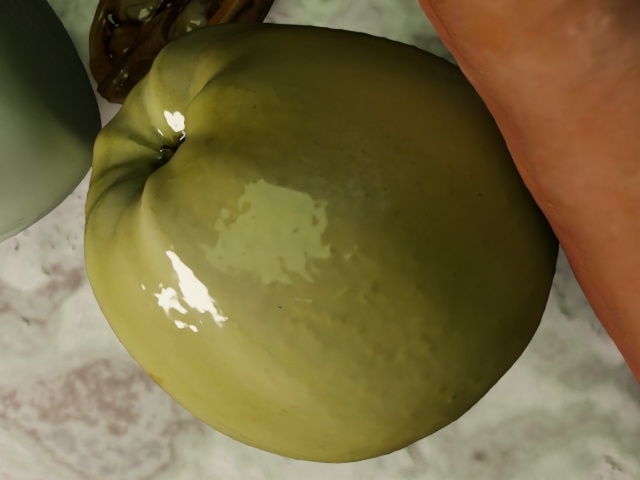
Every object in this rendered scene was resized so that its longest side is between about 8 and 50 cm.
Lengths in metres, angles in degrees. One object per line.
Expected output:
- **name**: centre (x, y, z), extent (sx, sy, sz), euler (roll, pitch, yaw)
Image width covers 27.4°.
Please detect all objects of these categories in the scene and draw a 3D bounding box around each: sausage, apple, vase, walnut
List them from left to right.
- **vase**: centre (-0.228, -0.030, 0.600), extent (0.248, 0.128, 0.128), euler (-25, 89, 11)
- **walnut**: centre (-0.057, -0.109, 0.621), extent (0.091, 0.052, 0.121), euler (29, 87, 42)
- **apple**: centre (0.000, 0.000, 0.555), extent (0.200, 0.200, 0.200), euler (0, 90, 2)
- **sausage**: centre (0.139, -0.001, 0.502), extent (0.419, 0.094, 0.094), euler (55, 53, -35)
